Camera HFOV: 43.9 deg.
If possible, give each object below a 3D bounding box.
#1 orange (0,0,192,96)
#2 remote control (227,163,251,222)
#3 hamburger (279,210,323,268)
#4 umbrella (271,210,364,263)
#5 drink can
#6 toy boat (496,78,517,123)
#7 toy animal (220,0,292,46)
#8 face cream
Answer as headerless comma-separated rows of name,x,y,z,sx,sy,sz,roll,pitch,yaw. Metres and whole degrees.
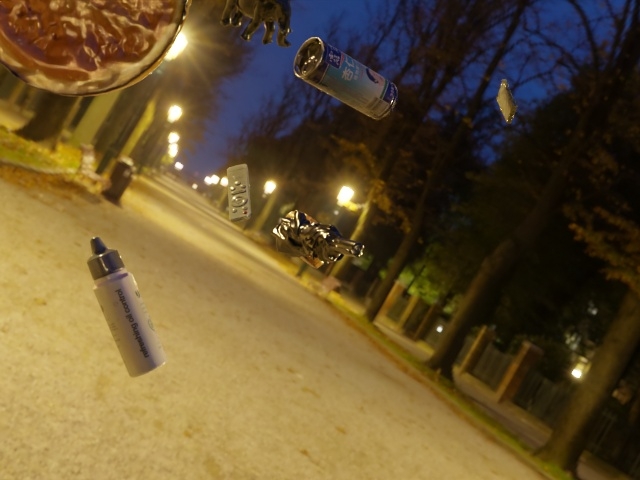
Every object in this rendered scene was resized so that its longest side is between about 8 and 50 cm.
orange,-0.288,-0.337,1.008,0.274,0.310,0.274,7,-30,4
remote control,-0.184,-0.106,1.803,0.184,0.050,0.027,-99,174,-46
hamburger,-0.042,-0.003,2.406,0.182,0.118,0.191,42,-8,35
umbrella,0.000,0.000,1.804,0.118,0.118,0.340,31,-9,-26
drink can,0.059,-0.351,1.739,0.235,0.097,0.097,21,5,-37
toy boat,0.483,-0.362,2.062,0.016,0.063,0.115,0,47,-8
toy animal,-0.165,-0.597,2.093,0.245,0.146,0.114,32,28,11
face cream,-0.428,0.138,1.717,0.092,0.092,0.311,-162,-130,-85
